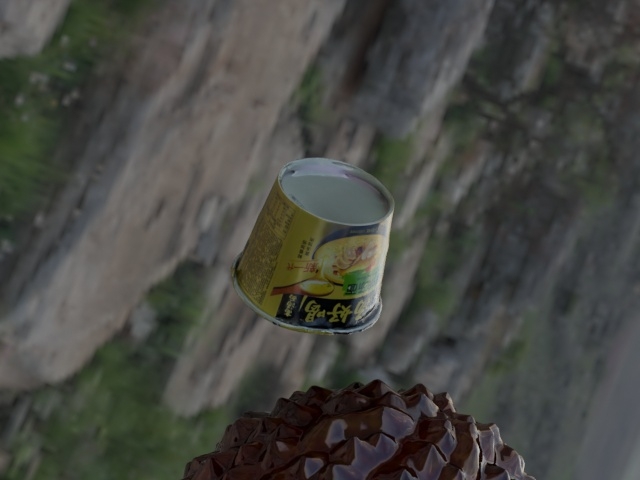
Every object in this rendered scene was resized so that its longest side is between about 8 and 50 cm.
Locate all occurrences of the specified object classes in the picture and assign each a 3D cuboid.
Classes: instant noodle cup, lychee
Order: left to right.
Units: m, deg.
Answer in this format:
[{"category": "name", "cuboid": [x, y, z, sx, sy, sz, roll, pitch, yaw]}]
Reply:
[{"category": "instant noodle cup", "cuboid": [0.000, 0.000, 1.653, 0.151, 0.151, 0.122, -44, 155, -57]}, {"category": "lychee", "cuboid": [0.015, 0.368, 1.627, 0.500, 0.424, 0.424, -65, 167, 19]}]
